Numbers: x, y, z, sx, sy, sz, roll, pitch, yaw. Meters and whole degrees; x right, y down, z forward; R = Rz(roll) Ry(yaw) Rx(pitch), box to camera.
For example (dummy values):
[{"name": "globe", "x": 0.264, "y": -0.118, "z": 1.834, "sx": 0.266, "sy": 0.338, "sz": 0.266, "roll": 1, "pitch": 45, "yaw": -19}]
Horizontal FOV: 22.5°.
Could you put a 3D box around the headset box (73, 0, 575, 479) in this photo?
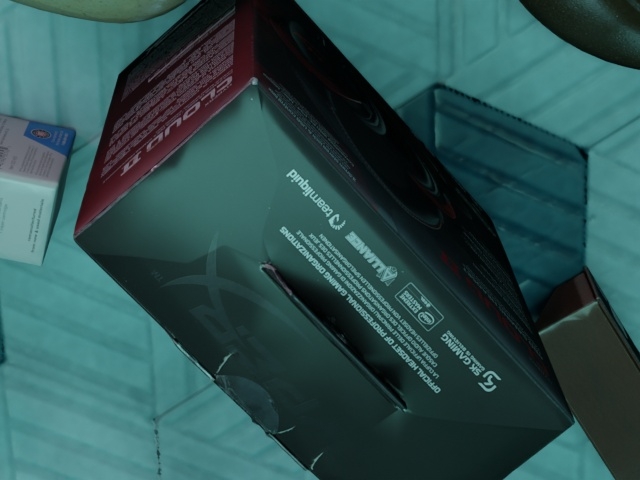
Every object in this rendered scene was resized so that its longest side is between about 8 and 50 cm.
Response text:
[{"name": "headset box", "x": 0.000, "y": 0.000, "z": 0.793, "sx": 0.110, "sy": 0.293, "sz": 0.218, "roll": -40, "pitch": 107, "yaw": 12}]

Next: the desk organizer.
[{"name": "desk organizer", "x": 0.172, "y": 0.086, "z": 0.966, "sx": 0.050, "sy": 0.047, "sz": 0.130, "roll": -30, "pitch": 109, "yaw": 11}]

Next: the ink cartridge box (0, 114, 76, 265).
[{"name": "ink cartridge box", "x": -0.202, "y": -0.037, "z": 0.878, "sx": 0.122, "sy": 0.088, "sz": 0.052, "roll": 13, "pitch": 112, "yaw": -7}]

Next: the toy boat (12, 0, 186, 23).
[{"name": "toy boat", "x": -0.175, "y": -0.244, "z": 0.762, "sx": 0.318, "sy": 0.148, "sz": 0.267, "roll": 17, "pitch": 147, "yaw": -3}]

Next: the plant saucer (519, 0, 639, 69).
[{"name": "plant saucer", "x": 0.230, "y": -0.208, "z": 0.805, "sx": 0.311, "sy": 0.050, "sz": 0.310, "roll": -8, "pitch": 127, "yaw": -11}]
